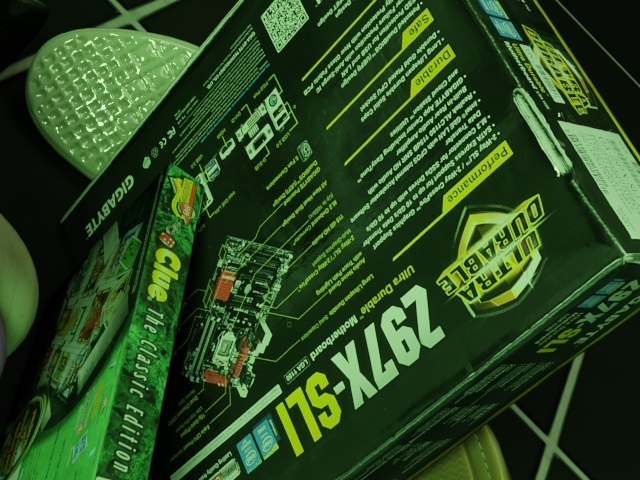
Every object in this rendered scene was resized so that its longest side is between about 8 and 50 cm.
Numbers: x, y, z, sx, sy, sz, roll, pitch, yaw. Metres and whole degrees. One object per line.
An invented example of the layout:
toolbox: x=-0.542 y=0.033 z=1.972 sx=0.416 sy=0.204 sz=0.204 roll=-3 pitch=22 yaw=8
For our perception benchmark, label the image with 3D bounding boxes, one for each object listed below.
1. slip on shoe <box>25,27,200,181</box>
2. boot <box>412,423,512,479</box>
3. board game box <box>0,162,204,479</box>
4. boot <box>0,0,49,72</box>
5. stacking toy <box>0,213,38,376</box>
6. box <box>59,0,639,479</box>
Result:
slip on shoe: x=-0.057 y=-0.057 z=0.835 sx=0.331 sy=0.123 sz=0.101 roll=18 pitch=-4 yaw=-24
boot: x=0.126 y=0.241 z=0.656 sx=0.220 sy=0.109 sz=0.283 roll=17 pitch=57 yaw=-49
board game box: x=-0.118 y=0.085 z=0.553 sx=0.030 sy=0.136 sz=0.259 roll=35 pitch=33 yaw=-23
boot: x=-0.266 y=-0.184 z=0.678 sx=0.178 sy=0.085 sz=0.236 roll=43 pitch=1 yaw=-1
stacking toy: x=-0.212 y=0.122 z=0.425 sx=0.141 sy=0.141 sz=0.330 roll=31 pitch=41 yaw=-24
box: x=0.000 y=0.000 z=0.612 sx=0.079 sy=0.322 sz=0.257 roll=4 pitch=50 yaw=-47
